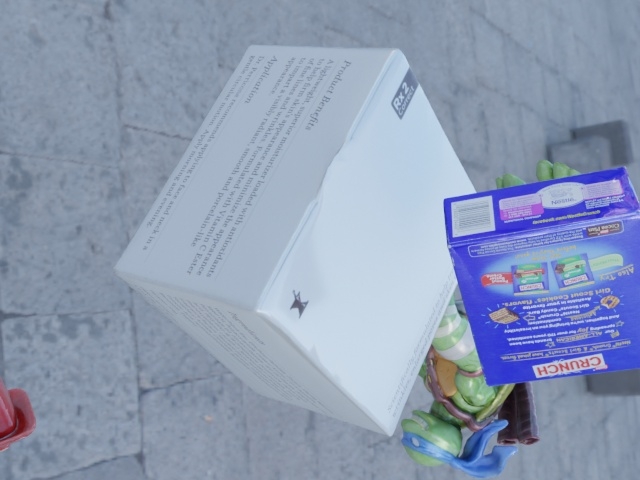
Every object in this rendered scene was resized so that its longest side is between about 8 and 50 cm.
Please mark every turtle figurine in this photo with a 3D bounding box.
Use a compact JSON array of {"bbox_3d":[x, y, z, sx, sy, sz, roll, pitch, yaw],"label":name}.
[{"bbox_3d":[0.100,0.037,0.753,0.266,0.275,0.198,-53,156,-12],"label":"turtle figurine"}]

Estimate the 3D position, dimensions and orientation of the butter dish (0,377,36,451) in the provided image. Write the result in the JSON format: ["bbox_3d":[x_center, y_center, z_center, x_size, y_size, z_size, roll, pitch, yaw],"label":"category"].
[{"bbox_3d":[-0.358,0.141,0.800,0.160,0.160,0.118,-16,103,-21],"label":"butter dish"}]

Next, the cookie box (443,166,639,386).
[{"bbox_3d":[0.118,0.022,0.445,0.040,0.092,0.107,-82,158,-49],"label":"cookie box"}]

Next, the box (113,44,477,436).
[{"bbox_3d":[0.000,0.000,0.558,0.181,0.119,0.182,-62,141,-21],"label":"box"}]
